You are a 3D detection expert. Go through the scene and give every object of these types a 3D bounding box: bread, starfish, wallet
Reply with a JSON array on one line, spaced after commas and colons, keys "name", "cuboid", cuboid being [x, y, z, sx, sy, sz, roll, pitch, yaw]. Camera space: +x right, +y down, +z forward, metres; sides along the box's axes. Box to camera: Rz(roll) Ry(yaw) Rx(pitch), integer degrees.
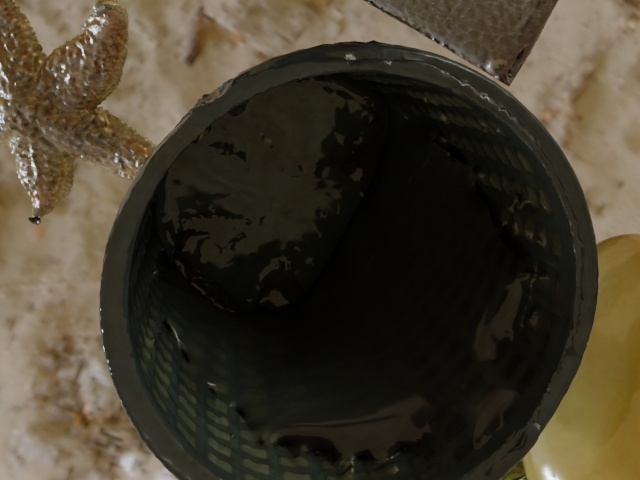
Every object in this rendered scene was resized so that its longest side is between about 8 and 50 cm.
[{"name": "bread", "cuboid": [0.192, 0.088, 0.760, 0.098, 0.217, 0.147, -14, 56, 50]}, {"name": "starfish", "cuboid": [-0.229, -0.122, 1.292, 0.295, 0.231, 0.048, 12, 35, 12]}, {"name": "wallet", "cuboid": [0.050, -0.214, 1.101, 0.243, 0.039, 0.133, 30, 126, 7]}]

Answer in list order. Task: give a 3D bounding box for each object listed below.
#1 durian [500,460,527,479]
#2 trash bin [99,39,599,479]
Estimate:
[{"name": "durian", "cuboid": [0.064, 0.132, 1.185, 0.291, 0.224, 0.291, -29, 34, 23]}, {"name": "trash bin", "cuboid": [0.000, 0.000, 0.647, 0.175, 0.175, 0.161, -52, 17, 7]}]
